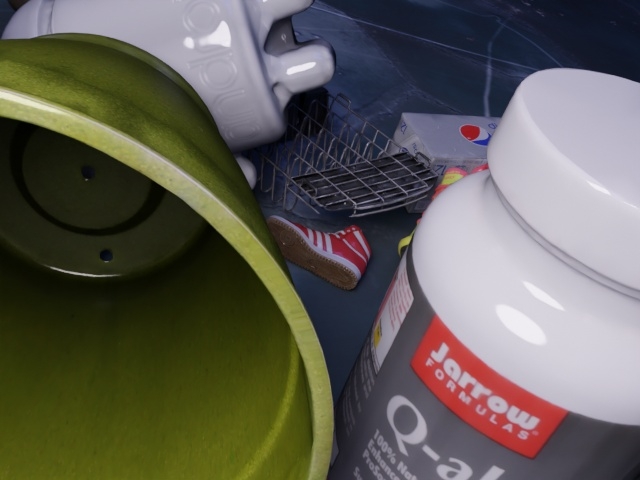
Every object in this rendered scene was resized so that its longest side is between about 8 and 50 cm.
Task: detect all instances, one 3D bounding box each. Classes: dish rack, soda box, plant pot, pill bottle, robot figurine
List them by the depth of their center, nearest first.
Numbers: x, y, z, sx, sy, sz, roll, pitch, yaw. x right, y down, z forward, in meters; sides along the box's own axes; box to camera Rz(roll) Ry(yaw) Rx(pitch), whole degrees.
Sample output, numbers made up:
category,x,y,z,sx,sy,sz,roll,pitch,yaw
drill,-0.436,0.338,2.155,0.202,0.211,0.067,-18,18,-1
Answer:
category,x,y,z,sx,sy,sz,roll,pitch,yaw
plant pot,-0.188,0.014,0.529,0.366,0.367,0.353,11,27,-11
pill bottle,0.139,0.081,0.541,0.210,0.363,0.210,12,38,-9
robot figurine,-0.164,-0.170,0.774,0.353,0.300,0.200,-15,14,7
dish rack,-0.005,-0.100,0.918,0.208,0.074,0.271,-18,45,-37
soda box,0.231,-0.100,1.025,0.286,0.091,0.098,-2,44,-26

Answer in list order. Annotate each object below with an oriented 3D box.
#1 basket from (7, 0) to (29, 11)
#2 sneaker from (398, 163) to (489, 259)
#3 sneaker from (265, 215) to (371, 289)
category,x,y,z,sx,sy,sz,roll,pitch,yaw
basket,-0.265,-0.272,0.974,0.204,0.154,0.227,-21,56,-17
sneaker,0.149,-0.032,0.885,0.208,0.081,0.094,-26,99,-46
sneaker,0.000,0.000,0.841,0.118,0.042,0.067,33,43,5
